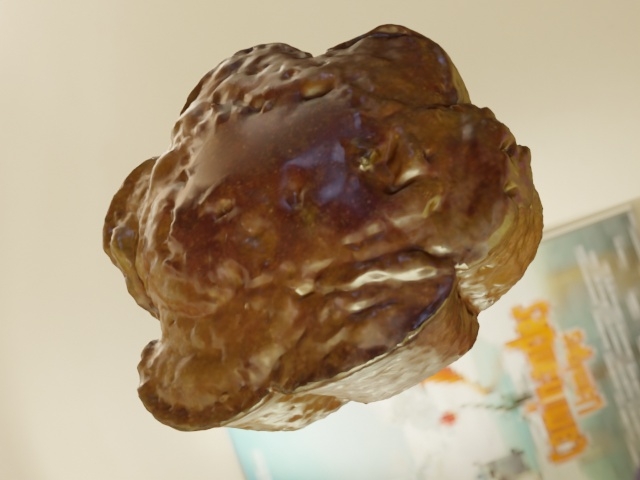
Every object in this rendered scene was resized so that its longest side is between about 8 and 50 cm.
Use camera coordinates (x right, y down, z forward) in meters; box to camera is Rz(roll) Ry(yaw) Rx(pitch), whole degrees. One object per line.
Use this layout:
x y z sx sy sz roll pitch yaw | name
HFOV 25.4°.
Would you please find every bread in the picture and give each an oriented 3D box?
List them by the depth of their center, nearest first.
0.002 -0.013 0.804 0.135 0.246 0.232 38 -153 -57 | bread
